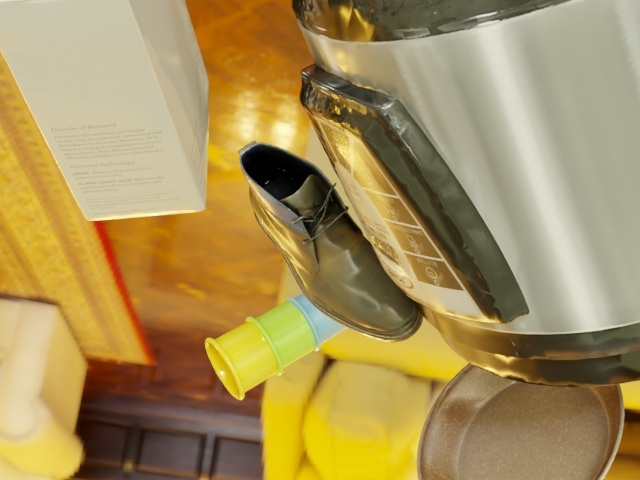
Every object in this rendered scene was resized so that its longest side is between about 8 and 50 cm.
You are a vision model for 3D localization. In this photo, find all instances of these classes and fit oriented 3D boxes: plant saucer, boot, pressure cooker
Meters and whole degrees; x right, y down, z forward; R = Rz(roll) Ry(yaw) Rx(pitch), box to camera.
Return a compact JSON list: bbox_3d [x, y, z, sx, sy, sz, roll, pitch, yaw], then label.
[{"bbox_3d":[0.176,0.174,1.022,0.199,0.198,0.036,-9,139,38],"label":"plant saucer"},{"bbox_3d":[0.000,0.000,1.038,0.219,0.082,0.106,42,171,32],"label":"boot"},{"bbox_3d":[0.209,-0.091,0.898,0.376,0.370,0.420,-6,123,31],"label":"pressure cooker"}]

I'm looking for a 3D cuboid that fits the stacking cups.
[{"bbox_3d":[-0.003,0.098,1.621,0.316,0.096,0.096,-30,170,-21],"label":"stacking cups"}]

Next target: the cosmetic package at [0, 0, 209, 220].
[{"bbox_3d":[-0.233,-0.213,1.311,0.156,0.217,0.385,-6,145,6],"label":"cosmetic package"}]
